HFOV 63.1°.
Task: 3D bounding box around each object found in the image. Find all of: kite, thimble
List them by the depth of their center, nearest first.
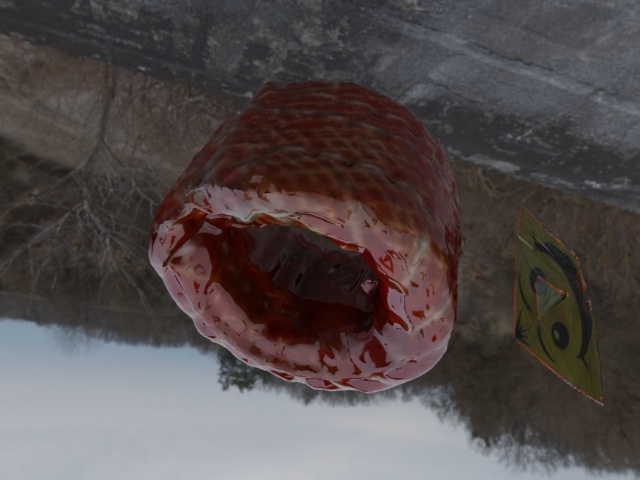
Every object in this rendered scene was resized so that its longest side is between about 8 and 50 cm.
[{"bbox_3d":[0.000,0.000,0.607,0.350,0.231,0.350,10,134,10],"label":"thimble"},{"bbox_3d":[0.406,0.118,0.902,0.327,0.378,0.013,-14,174,-45],"label":"kite"}]
